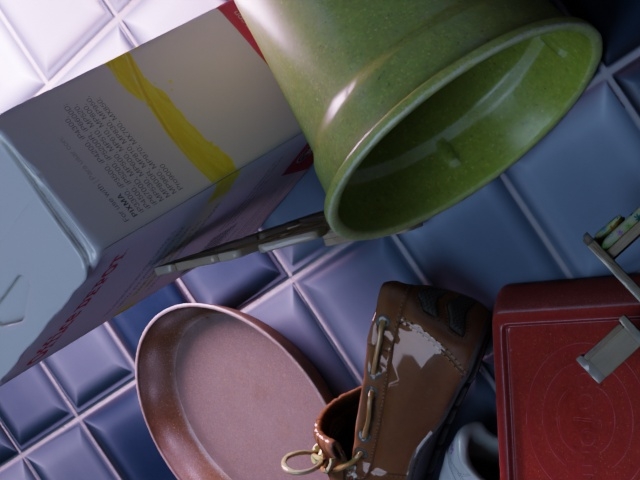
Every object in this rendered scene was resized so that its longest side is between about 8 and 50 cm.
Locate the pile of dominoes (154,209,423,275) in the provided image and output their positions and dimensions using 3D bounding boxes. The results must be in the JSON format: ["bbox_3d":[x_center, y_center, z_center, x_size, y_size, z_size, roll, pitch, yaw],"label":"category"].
[{"bbox_3d":[0.000,0.000,1.713,0.196,0.251,0.040,-11,96,46],"label":"pile of dominoes"}]

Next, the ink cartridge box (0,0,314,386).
[{"bbox_3d":[-0.176,-0.055,1.744,0.160,0.385,0.279,51,138,6],"label":"ink cartridge box"}]

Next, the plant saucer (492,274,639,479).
[{"bbox_3d":[0.248,0.161,1.653,0.259,0.048,0.258,-6,85,47],"label":"plant saucer"}]

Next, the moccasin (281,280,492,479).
[{"bbox_3d":[0.050,0.198,1.857,0.147,0.139,0.380,22,132,4],"label":"moccasin"}]

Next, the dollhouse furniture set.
[{"bbox_3d":[0.256,0.019,1.496,0.182,0.161,0.101,-43,80,6],"label":"dollhouse furniture set"}]

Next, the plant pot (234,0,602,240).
[{"bbox_3d":[0.054,-0.182,1.569,0.254,0.276,0.276,54,140,19],"label":"plant pot"}]

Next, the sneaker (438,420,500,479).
[{"bbox_3d":[0.234,0.285,1.777,0.305,0.114,0.152,29,133,27],"label":"sneaker"}]

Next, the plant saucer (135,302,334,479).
[{"bbox_3d":[-0.079,0.200,2.068,0.311,0.050,0.310,24,130,32],"label":"plant saucer"}]
